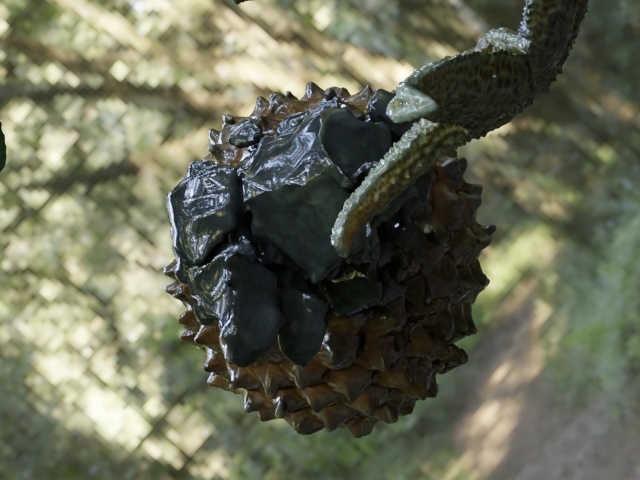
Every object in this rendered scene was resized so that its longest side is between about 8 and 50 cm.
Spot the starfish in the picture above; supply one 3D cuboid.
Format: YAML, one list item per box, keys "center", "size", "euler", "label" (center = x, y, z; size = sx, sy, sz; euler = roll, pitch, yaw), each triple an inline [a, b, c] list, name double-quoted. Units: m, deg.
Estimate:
- center: [0.060, -0.065, 0.776]
  size: [0.176, 0.053, 0.208]
  euler: [-49, -9, 10]
  label: "starfish"

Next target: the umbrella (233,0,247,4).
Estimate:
- center: [-0.101, -0.281, 1.382]
  size: [0.066, 0.236, 0.059]
  euler: [-34, 2, 15]
  label: "umbrella"

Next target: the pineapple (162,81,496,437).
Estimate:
- center: [-0.002, -0.001, 1.123]
  size: [0.223, 0.223, 0.357]
  euler: [-49, -9, -4]
  label: "pineapple"

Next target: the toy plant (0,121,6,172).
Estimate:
- center: [-0.376, -0.082, 1.597]
  size: [0.088, 0.240, 0.155]
  euler: [-55, -22, -56]
  label: "toy plant"
